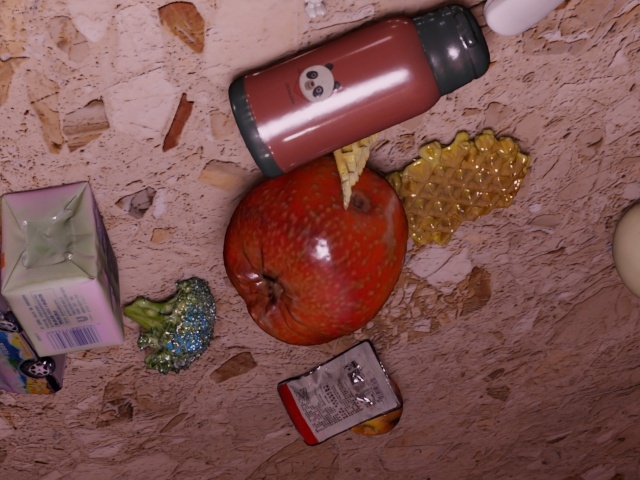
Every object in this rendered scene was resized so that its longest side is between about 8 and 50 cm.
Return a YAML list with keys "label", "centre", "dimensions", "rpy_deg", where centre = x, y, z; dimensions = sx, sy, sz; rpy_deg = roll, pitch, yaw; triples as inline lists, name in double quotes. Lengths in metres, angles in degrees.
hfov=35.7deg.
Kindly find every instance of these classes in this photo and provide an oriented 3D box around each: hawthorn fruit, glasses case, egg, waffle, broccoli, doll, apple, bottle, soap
- label: "hawthorn fruit"
  centre: [0.000, 0.000, 1.474]
  dimensions: [0.275, 0.299, 0.275]
  rpy_deg: [26, 157, 12]
- label: "glasses case"
  centre: [0.295, -0.341, 1.293]
  dimensions: [0.074, 0.049, 0.193]
  rpy_deg: [19, 131, -38]
- label: "egg"
  centre: [0.619, 0.021, 1.779]
  dimensions: [0.186, 0.186, 0.241]
  rpy_deg: [-28, 133, 18]
- label: "waffle"
  centre: [0.221, -0.082, 1.614]
  dimensions: [0.253, 0.056, 0.249]
  rpy_deg: [-16, 145, 1]
- label: "broccoli"
  centre: [-0.258, 0.142, 1.704]
  dimensions: [0.160, 0.154, 0.167]
  rpy_deg: [30, 139, 7]
- label: "doll"
  centre: [-0.011, -0.317, 1.232]
  dimensions: [0.058, 0.040, 0.085]
  rpy_deg: [-7, 145, -28]
- label: "waffle"
  centre: [0.071, -0.137, 1.369]
  dimensions: [0.125, 0.191, 0.032]
  rpy_deg: [-22, 140, 10]
- label: "apple"
  centre: [0.106, 0.345, 2.087]
  dimensions: [0.147, 0.146, 0.146]
  rpy_deg: [-9, 144, -7]
- label: "bottle"
  centre: [0.057, -0.205, 1.312]
  dimensions: [0.336, 0.144, 0.144]
  rpy_deg: [-21, 144, 9]
- label: "soap"
  centre: [-0.379, 0.045, 1.467]
  dimensions: [0.139, 0.182, 0.199]
  rpy_deg: [-10, 144, -3]

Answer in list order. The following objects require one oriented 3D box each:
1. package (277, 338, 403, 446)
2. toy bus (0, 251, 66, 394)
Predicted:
- label: "package"
  centre: [0.035, 0.314, 2.018]
  dimensions: [0.239, 0.154, 0.030]
  rpy_deg: [-28, 179, 19]
- label: "toy bus"
  centre: [-0.515, 0.139, 1.619]
  dimensions: [0.138, 0.112, 0.317]
  rpy_deg: [-5, 144, 5]
